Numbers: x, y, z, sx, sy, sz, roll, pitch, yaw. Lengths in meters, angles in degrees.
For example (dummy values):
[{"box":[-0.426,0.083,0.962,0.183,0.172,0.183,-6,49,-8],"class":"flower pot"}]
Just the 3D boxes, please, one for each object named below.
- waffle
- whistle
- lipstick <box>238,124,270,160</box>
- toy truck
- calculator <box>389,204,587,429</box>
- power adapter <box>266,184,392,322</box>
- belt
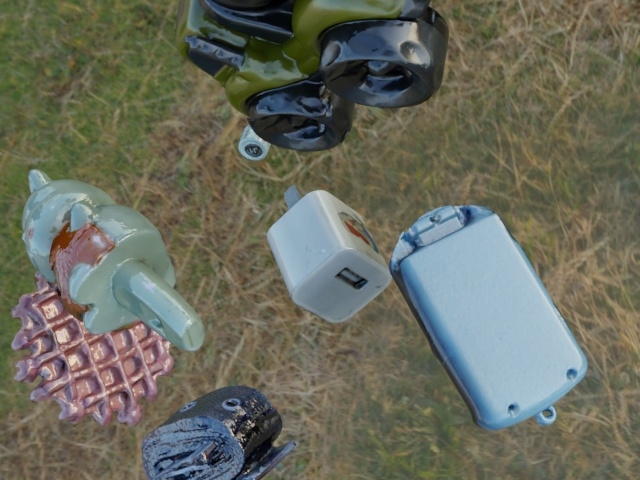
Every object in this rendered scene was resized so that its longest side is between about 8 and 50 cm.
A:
[{"box":[-0.281,0.121,1.099,0.055,0.221,0.234,-22,44,47],"class":"waffle"},{"box":[-0.185,0.019,0.744,0.253,0.102,0.105,33,88,33],"class":"whistle"},{"box":[-0.068,-0.147,1.030,0.037,0.037,0.116,-6,46,21],"class":"lipstick"},{"box":[-0.021,-0.157,0.533,0.224,0.165,0.147,-23,55,61],"class":"toy truck"},{"box":[0.205,0.091,1.053,0.173,0.051,0.293,-25,79,-20],"class":"calculator"},{"box":[0.000,0.000,1.295,0.125,0.130,0.204,-42,46,18],"class":"power adapter"},{"box":[-0.159,0.282,1.168,0.218,0.128,0.122,-28,93,42],"class":"belt"}]
